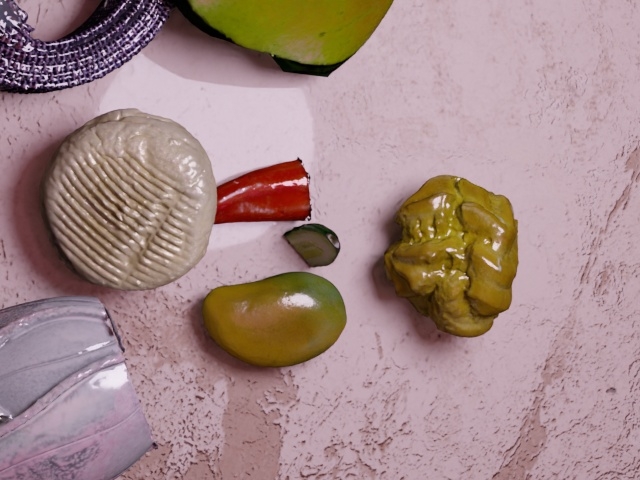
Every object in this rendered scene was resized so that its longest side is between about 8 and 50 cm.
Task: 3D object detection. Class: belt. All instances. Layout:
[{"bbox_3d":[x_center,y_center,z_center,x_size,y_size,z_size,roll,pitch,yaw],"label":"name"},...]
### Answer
[{"bbox_3d":[-0.321,-0.312,1.268,0.325,0.122,0.260,-36,111,-20],"label":"belt"}]

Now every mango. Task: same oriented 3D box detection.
[{"bbox_3d":[-0.058,0.106,1.406,0.191,0.085,0.122,-10,104,-13],"label":"mango"}]

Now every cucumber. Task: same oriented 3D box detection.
[{"bbox_3d":[0.000,0.000,1.414,0.035,0.107,0.067,-45,104,-23],"label":"cucumber"}]

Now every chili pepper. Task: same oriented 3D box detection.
[{"bbox_3d":[-0.100,-0.050,1.402,0.169,0.065,0.088,-12,111,-16],"label":"chili pepper"}]

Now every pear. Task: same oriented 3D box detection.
[{"bbox_3d":[-0.017,-0.408,1.315,0.399,0.165,0.398,6,81,-39],"label":"pear"}]

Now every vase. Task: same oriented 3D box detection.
[{"bbox_3d":[-0.416,0.221,1.168,0.445,0.250,0.250,-21,98,-15],"label":"vase"}]

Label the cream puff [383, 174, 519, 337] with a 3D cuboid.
[{"bbox_3d":[0.176,0.020,1.458,0.195,0.195,0.221,5,84,-23],"label":"cream puff"}]

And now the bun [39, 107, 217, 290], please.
[{"bbox_3d":[-0.228,-0.053,1.301,0.220,0.134,0.220,1,101,3],"label":"bun"}]
